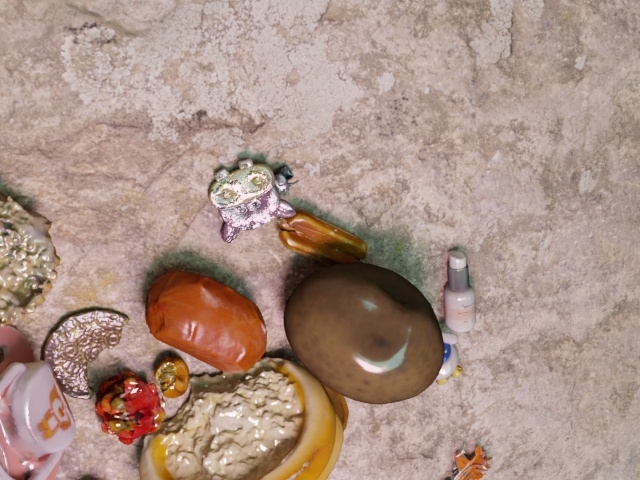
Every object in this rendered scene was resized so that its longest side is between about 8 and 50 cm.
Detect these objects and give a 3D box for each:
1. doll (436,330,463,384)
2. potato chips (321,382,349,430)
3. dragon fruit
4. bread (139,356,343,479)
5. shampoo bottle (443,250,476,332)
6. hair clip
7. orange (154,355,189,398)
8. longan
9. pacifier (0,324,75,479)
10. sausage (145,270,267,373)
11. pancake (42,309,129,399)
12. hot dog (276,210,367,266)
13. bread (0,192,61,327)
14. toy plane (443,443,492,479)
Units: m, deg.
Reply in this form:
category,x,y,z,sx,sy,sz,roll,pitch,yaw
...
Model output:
category,x,y,z,sx,sy,sz,roll,pitch,yaw
doll,0.240,0.234,1.905,0.138,0.119,0.293,-33,127,8
potato chips,-0.015,0.387,1.871,0.150,0.049,0.201,-30,119,-3
dragon fruit,-0.383,0.330,1.621,0.150,0.207,0.133,29,77,8
bread,-0.165,0.436,1.727,0.424,0.329,0.245,-30,155,-8
shampoo bottle,0.325,0.119,1.917,0.074,0.074,0.192,-15,115,-20
hair clip,-0.132,-0.092,1.625,0.187,0.056,0.146,-28,112,-11
orange,-0.304,0.280,1.676,0.062,0.086,0.086,-17,125,26
longan,0.091,0.190,1.696,0.350,0.288,0.288,32,94,-10
pacifier,-0.567,0.313,1.486,0.220,0.273,0.332,-37,123,-40
sausage,-0.220,0.162,1.622,0.268,0.153,0.141,33,64,-31
pancake,-0.450,0.218,1.612,0.191,0.020,0.184,-31,119,-11
hot dog,0.000,0.000,1.720,0.236,0.062,0.092,28,97,-35
bread,-0.585,0.029,1.371,0.274,0.274,0.149,25,142,-37
toy plane,0.364,0.610,2.145,0.188,0.062,0.135,-39,122,9
